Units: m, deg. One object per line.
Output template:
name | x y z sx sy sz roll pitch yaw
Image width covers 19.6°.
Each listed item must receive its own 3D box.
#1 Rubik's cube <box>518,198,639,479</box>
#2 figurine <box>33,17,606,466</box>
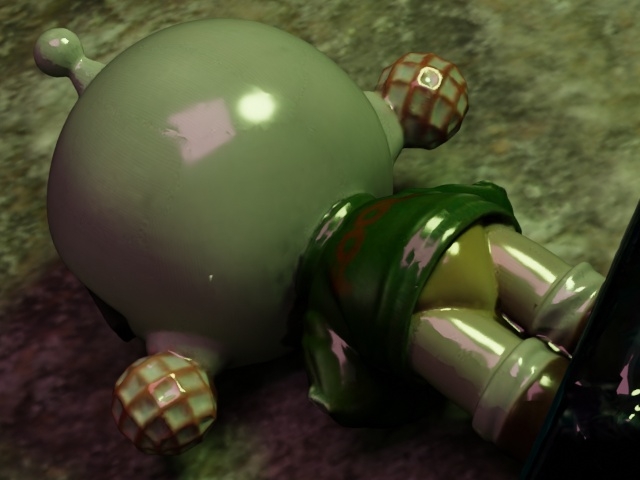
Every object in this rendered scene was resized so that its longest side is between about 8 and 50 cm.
Rubik's cube | 0.219 0.075 0.724 0.248 0.250 0.246 23 57 7
figurine | 0.000 0.000 0.973 0.370 0.167 0.281 30 67 27
